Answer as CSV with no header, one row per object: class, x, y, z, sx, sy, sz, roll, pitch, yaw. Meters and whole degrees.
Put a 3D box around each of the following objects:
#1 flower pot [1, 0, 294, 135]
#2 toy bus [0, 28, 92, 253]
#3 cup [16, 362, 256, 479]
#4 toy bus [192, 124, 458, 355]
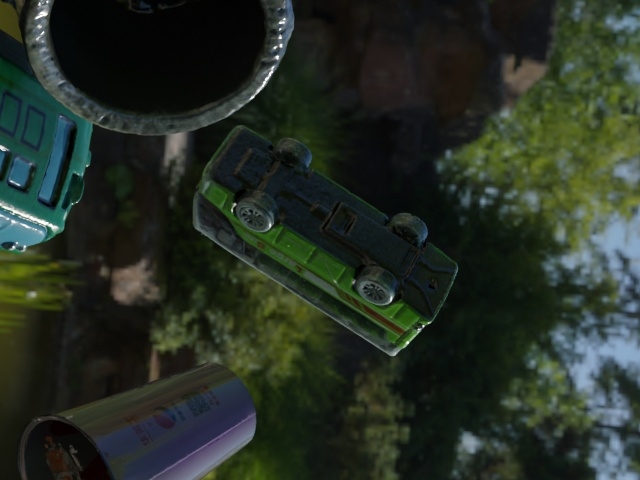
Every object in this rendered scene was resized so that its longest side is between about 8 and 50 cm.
flower pot,-0.180,-0.271,1.168,0.299,0.299,0.283,95,-12,-49
toy bus,-0.372,-0.111,1.190,0.343,0.183,0.199,31,58,-58
cup,-0.229,0.274,1.653,0.288,0.203,0.203,-24,126,-47
toy bus,0.000,0.000,0.389,0.031,0.083,0.037,-59,-178,-36
